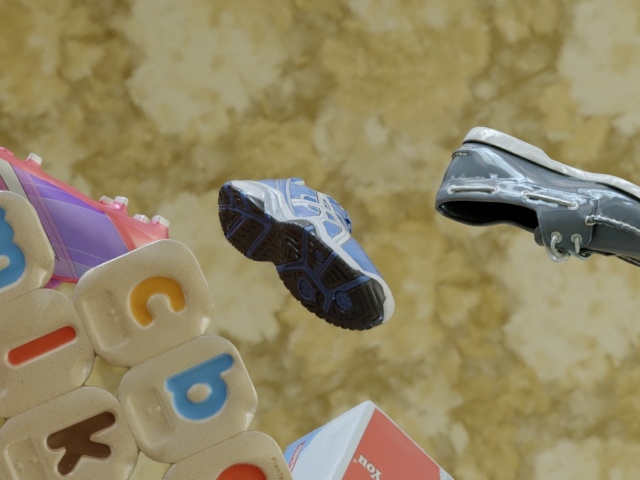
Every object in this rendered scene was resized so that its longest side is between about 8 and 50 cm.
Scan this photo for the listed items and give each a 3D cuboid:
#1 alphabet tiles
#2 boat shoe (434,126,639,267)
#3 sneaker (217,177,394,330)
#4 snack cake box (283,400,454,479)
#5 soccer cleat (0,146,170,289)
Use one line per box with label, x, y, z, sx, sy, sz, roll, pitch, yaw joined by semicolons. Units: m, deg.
alphabet tiles;-0.167;0.125;0.900;0.021;0.278;0.284;168;-102;-82
boat shoe;0.252;-0.014;1.712;0.319;0.099;0.116;28;-19;35
sneaker;0.000;0.000;1.415;0.211;0.081;0.080;42;-43;40
snack cake box;0.070;0.247;1.054;0.264;0.089;0.152;45;41;-12
soccer cleat;-0.226;-0.015;1.260;0.248;0.095;0.083;25;-13;-25
